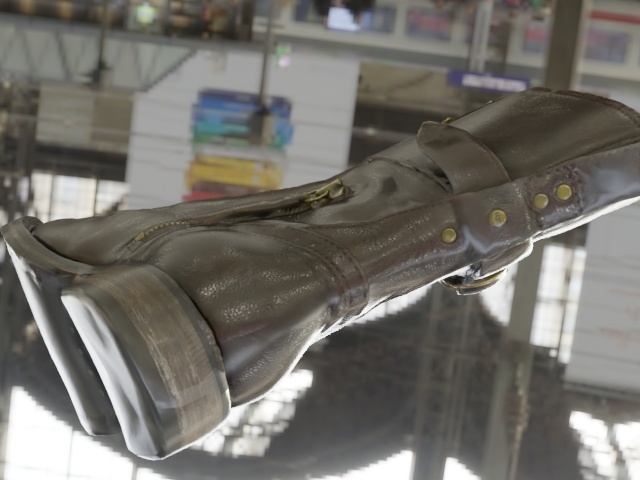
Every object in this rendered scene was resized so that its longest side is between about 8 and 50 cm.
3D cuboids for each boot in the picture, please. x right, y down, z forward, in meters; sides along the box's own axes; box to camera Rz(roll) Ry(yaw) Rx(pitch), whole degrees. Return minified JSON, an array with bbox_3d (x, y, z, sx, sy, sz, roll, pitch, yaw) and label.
[{"bbox_3d":[0.000,0.000,0.591,0.229,0.091,0.263,-25,-163,-19],"label":"boot"}]
